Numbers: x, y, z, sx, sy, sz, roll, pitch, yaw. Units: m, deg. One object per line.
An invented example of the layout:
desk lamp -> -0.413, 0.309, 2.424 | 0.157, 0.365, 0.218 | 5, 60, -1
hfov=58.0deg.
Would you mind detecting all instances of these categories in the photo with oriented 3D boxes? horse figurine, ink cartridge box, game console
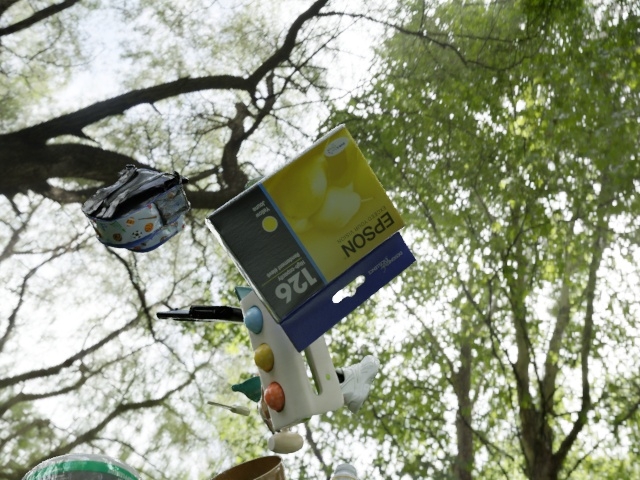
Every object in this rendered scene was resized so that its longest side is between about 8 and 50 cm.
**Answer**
horse figurine -> -0.122, 0.470, 1.547 | 0.175, 0.066, 0.263 | 58, -15, 16
ink cartridge box -> 0.000, 0.000, 1.059 | 0.307, 0.303, 0.072 | 55, -14, -8
game console -> -0.326, 0.208, 1.627 | 0.361, 0.044, 0.213 | -4, -13, 33

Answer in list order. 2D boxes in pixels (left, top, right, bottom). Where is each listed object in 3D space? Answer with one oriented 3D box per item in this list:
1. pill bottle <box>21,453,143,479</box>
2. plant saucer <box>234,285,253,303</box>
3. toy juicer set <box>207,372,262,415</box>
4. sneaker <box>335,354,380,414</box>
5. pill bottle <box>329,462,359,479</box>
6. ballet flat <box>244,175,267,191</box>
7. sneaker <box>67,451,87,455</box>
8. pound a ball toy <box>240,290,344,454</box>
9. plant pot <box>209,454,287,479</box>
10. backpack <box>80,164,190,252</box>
pill bottle -> -0.355, 0.501, 0.793 | 0.204, 0.361, 0.204 | -5, -58, -9
plant saucer -> -0.180, 0.170, 1.682 | 0.018, 0.192, 0.067 | -38, -114, 20
toy juicer set -> -0.188, 0.498, 1.921 | 0.328, 0.090, 0.209 | -18, -35, 4
sneaker -> 0.094, 0.379, 1.622 | 0.115, 0.232, 0.090 | 27, -66, 8
pill bottle -> 0.074, 0.798, 1.811 | 0.103, 0.184, 0.103 | 3, -62, 5
ballet flat -> -0.073, -0.107, 1.281 | 0.188, 0.070, 0.070 | 3, -48, -10
sneaker -> -0.706, 0.757, 1.786 | 0.110, 0.118, 0.292 | 41, -16, 46
pound a ball toy -> -0.089, 0.268, 1.184 | 0.208, 0.135, 0.319 | -38, -118, 45
plant pot -> -0.179, 0.768, 1.602 | 0.237, 0.237, 0.255 | -22, -97, 35
backpack -> -0.548, -0.086, 1.706 | 0.276, 0.263, 0.213 | 11, -56, 39
